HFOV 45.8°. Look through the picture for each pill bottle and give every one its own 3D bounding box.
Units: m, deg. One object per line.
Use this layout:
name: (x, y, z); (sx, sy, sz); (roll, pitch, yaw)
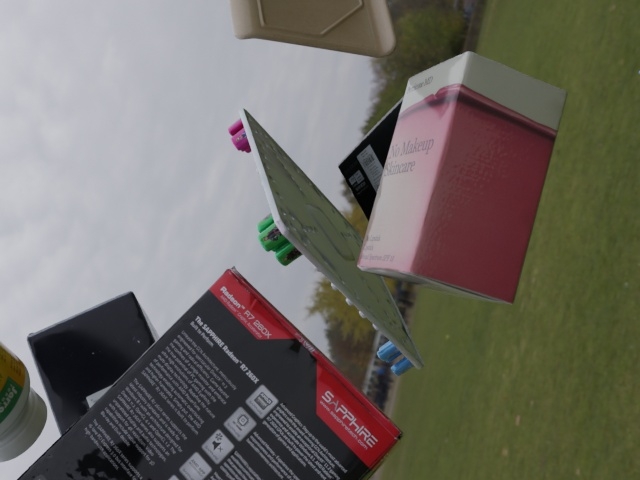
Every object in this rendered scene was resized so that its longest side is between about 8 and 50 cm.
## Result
pill bottle: (-0.381, 0.145, 0.789); (0.208, 0.117, 0.118); (65, -147, -43)

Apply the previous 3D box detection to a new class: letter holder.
letter holder: (0.195, -0.148, 1.218); (0.214, 0.152, 0.302); (-28, -4, -22)

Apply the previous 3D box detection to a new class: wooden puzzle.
wooden puzzle: (-0.021, -0.361, 1.100); (0.044, 0.238, 0.221); (123, 142, -56)

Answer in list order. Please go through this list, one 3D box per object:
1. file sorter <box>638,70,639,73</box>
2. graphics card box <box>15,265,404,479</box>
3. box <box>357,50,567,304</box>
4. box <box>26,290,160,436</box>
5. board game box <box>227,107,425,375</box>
file sorter: (0.604, -0.265, 1.142); (0.104, 0.170, 0.118); (-43, -12, -26)
graphics card box: (-0.129, 0.237, 0.710); (0.371, 0.233, 0.094); (-46, -17, -7)
box: (0.147, -0.061, 0.814); (0.148, 0.126, 0.233); (180, 107, -71)
box: (-0.293, 0.308, 1.227); (0.343, 0.178, 0.312); (61, 167, 21)
board game box: (0.000, 0.000, 1.269); (0.390, 0.050, 0.390); (46, -167, -34)
